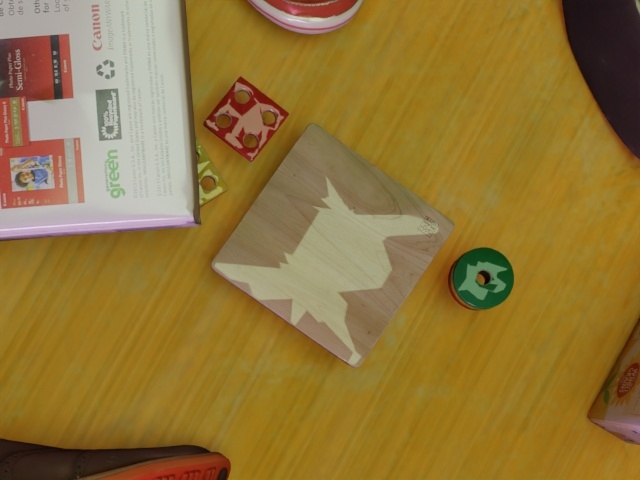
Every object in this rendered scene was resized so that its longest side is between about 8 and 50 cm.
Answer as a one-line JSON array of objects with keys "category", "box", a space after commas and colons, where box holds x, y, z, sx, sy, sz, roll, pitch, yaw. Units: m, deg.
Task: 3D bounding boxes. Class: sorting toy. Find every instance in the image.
[{"category": "sorting toy", "box": [0.000, 0.000, 1.286, 0.274, 0.046, 0.132, 35, 81, -3]}]

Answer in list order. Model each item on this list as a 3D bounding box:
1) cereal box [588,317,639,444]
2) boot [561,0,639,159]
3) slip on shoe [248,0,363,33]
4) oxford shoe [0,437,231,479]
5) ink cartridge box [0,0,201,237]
[{"category": "cereal box", "box": [0.294, 0.073, 1.262, 0.047, 0.240, 0.173, 32, 82, -11]}, {"category": "boot", "box": [0.245, -0.208, 1.334, 0.115, 0.112, 0.305, -20, 91, -24]}, {"category": "slip on shoe", "box": [-0.048, -0.310, 1.262, 0.123, 0.101, 0.331, -19, 94, -15]}, {"category": "oxford shoe", "box": [-0.183, 0.168, 1.199, 0.271, 0.098, 0.097, -4, 130, -41]}, {"category": "ink cartridge box", "box": [-0.228, -0.155, 1.188, 0.271, 0.130, 0.310, -4, 89, -2]}]
